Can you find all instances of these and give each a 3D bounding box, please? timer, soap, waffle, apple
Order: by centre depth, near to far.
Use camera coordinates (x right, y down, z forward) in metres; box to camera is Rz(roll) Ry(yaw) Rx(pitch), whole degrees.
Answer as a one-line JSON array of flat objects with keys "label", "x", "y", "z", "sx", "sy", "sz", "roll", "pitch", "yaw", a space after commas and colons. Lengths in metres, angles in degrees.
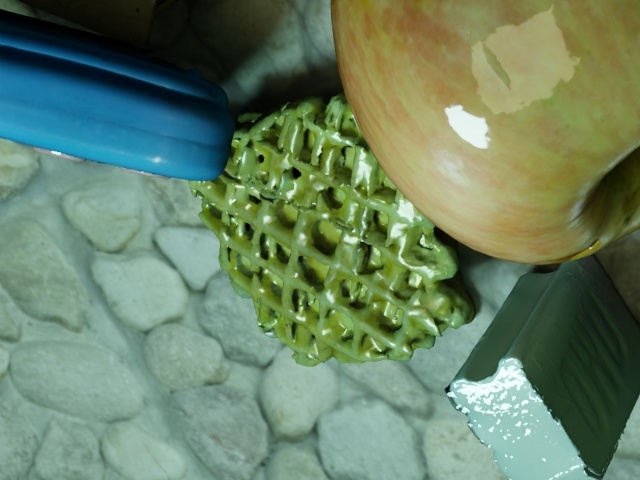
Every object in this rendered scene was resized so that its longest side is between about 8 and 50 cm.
[{"label": "apple", "x": 0.188, "y": -0.190, "z": 1.620, "sx": 0.346, "sy": 0.391, "sz": 0.391, "roll": 53, "pitch": 126, "yaw": 16}, {"label": "soap", "x": 0.221, "y": 0.123, "z": 1.830, "sx": 0.094, "sy": 0.261, "sz": 0.150, "roll": -33, "pitch": 99, "yaw": 30}, {"label": "timer", "x": -0.257, "y": -0.146, "z": 1.853, "sx": 0.340, "sy": 0.309, "sz": 0.115, "roll": 13, "pitch": 95, "yaw": -20}, {"label": "waffle", "x": 0.000, "y": 0.000, "z": 1.947, "sx": 0.317, "sy": 0.073, "sz": 0.297, "roll": -15, "pitch": 108, "yaw": 50}]

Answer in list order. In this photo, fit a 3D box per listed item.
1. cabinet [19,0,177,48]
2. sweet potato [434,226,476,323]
[{"label": "cabinet", "x": -0.163, "y": -0.321, "z": 1.840, "sx": 0.148, "sy": 0.175, "sz": 0.215, "roll": 22, "pitch": 122, "yaw": 14}, {"label": "sweet potato", "x": 0.100, "y": -0.022, "z": 1.939, "sx": 0.069, "sy": 0.059, "sz": 0.249, "roll": -13, "pitch": 113, "yaw": 51}]
